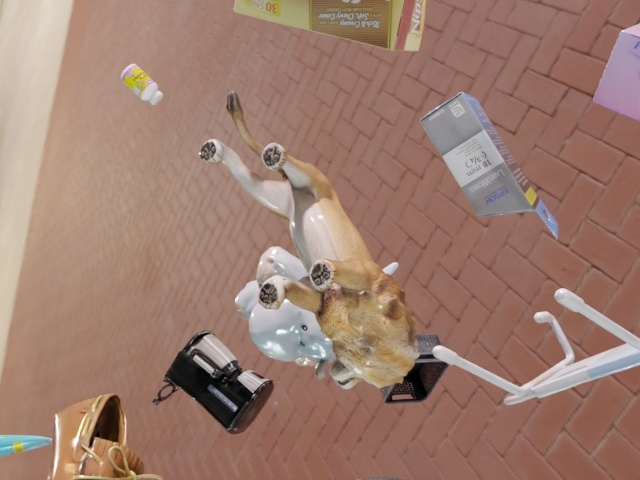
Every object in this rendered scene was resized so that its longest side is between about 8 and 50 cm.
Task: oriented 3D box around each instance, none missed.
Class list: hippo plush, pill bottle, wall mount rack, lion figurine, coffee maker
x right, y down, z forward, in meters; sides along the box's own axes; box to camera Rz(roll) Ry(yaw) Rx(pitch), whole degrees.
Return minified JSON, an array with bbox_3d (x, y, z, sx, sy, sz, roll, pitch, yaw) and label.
[{"bbox_3d":[-0.018,0.162,1.192,0.236,0.294,0.234,-86,6,-70],"label":"hippo plush"},{"bbox_3d":[-0.354,-0.309,1.329,0.043,0.083,0.043,-47,1,1],"label":"pill bottle"},{"bbox_3d":[0.341,0.134,0.913,0.350,0.304,0.130,-38,71,43],"label":"wall mount rack"},{"bbox_3d":[0.000,0.000,0.861,0.142,0.240,0.392,-29,66,25],"label":"lion figurine"},{"bbox_3d":[-0.201,0.291,1.287,0.178,0.120,0.171,36,111,21],"label":"coffee maker"}]

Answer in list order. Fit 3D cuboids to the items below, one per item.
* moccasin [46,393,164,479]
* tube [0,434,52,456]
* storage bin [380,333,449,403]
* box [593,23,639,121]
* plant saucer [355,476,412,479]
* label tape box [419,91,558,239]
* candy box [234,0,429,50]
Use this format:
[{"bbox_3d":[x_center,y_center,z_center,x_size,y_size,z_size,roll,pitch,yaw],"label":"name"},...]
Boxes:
[{"bbox_3d":[-0.345,0.377,1.073,0.147,0.139,0.380,-32,23,-7],"label":"moccasin"},{"bbox_3d":[-0.613,0.385,1.246,0.080,0.207,0.052,141,126,-63],"label":"tube"},{"bbox_3d":[0.223,0.317,1.642,0.180,0.122,0.084,110,153,-42],"label":"storage bin"},{"bbox_3d":[0.583,-0.250,1.019,0.213,0.243,0.117,34,132,29],"label":"box"},{"bbox_3d":[0.083,0.471,0.890,0.044,0.318,0.317,-84,17,-78],"label":"plant saucer"},{"bbox_3d":[0.354,-0.134,1.374,0.106,0.240,0.333,-33,86,21],"label":"label tape box"},{"bbox_3d":[0.018,-0.417,1.035,0.316,0.087,0.183,23,115,28],"label":"candy box"}]
